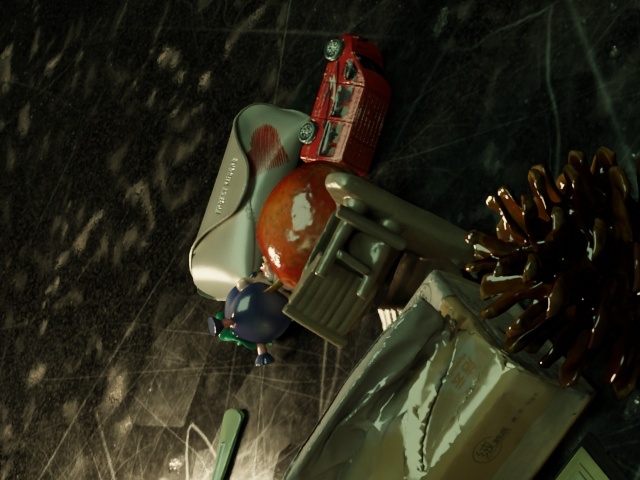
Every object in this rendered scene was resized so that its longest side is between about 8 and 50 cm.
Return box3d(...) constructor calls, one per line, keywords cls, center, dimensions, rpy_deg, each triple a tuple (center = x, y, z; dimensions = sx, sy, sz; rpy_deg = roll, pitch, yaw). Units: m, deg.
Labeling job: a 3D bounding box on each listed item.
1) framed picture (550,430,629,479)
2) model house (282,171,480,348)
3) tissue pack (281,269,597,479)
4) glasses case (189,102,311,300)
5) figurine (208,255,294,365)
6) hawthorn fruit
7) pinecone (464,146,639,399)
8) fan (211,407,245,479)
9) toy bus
box3d(cls="framed picture", center=(0.261, 0.322, 1.426), dimensions=(0.199, 0.010, 0.195), rpy_deg=(-57, 36, 15))
box3d(cls="model house", center=(0.066, 0.042, 1.666), dimensions=(0.188, 0.229, 0.122), rpy_deg=(-63, 17, 0))
box3d(cls="tissue pack", center=(0.097, 0.200, 1.529), dimensions=(0.305, 0.238, 0.238), rpy_deg=(-56, 36, 16))
box3d(cls="glasses case", center=(-0.106, -0.062, 2.074), dimensions=(0.128, 0.083, 0.308), rpy_deg=(8, 78, 56))
box3d(cls="figurine", center=(-0.072, 0.066, 1.935), dimensions=(0.195, 0.111, 0.102), rpy_deg=(-58, 15, 15))
box3d(cls="hawthorn fruit", center=(0.000, 0.000, 1.806), dimensions=(0.200, 0.179, 0.179), rpy_deg=(-49, 37, 4))
box3d(cls="pinecone", center=(0.266, 0.029, 1.383), dimensions=(0.264, 0.264, 0.264), rpy_deg=(-30, 49, 42))
box3d(cls="fan", center=(-0.142, 0.327, 1.966), dimensions=(0.038, 0.016, 0.193), rpy_deg=(-1, 70, 51))
box3d(cls="toy bus", center=(0.043, -0.188, 1.950), dimensions=(0.089, 0.081, 0.195), rpy_deg=(10, 79, 45))
